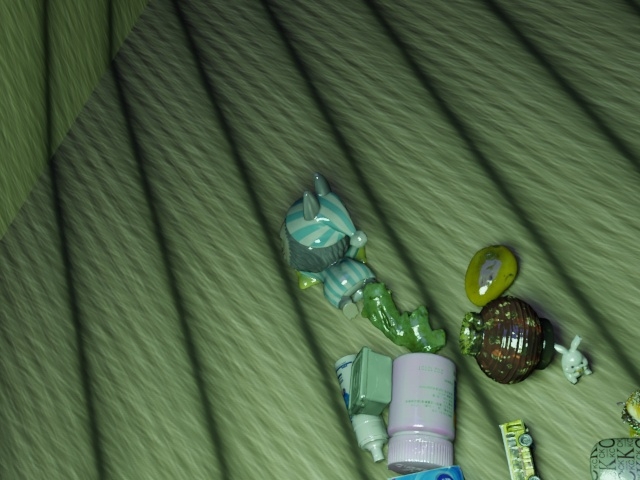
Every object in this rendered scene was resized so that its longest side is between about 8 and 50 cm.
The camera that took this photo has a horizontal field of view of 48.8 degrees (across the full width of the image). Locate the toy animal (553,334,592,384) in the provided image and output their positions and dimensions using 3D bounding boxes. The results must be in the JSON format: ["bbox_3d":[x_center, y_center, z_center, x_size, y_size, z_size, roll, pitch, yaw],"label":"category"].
[{"bbox_3d":[0.659,0.314,1.834,0.071,0.124,0.085,-21,52,13],"label":"toy animal"}]

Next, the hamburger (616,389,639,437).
[{"bbox_3d":[0.817,0.410,1.690,0.190,0.093,0.164,-4,16,15],"label":"hamburger"}]

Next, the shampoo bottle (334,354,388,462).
[{"bbox_3d":[0.119,0.469,1.960,0.092,0.092,0.303,-22,54,7],"label":"shampoo bottle"}]

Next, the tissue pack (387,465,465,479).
[{"bbox_3d":[0.276,0.698,1.681,0.198,0.146,0.263,-14,46,6],"label":"tissue pack"}]

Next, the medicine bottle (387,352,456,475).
[{"bbox_3d":[0.267,0.459,1.855,0.178,0.178,0.290,-5,58,18],"label":"medicine bottle"}]

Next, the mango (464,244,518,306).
[{"bbox_3d":[0.493,0.102,2.052,0.137,0.098,0.195,19,72,25],"label":"mango"}]

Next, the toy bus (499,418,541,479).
[{"bbox_3d":[0.508,0.567,1.759,0.074,0.081,0.226,-16,58,17],"label":"toy bus"}]

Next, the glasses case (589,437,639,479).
[{"bbox_3d":[0.820,0.536,1.651,0.355,0.085,0.137,-3,57,18],"label":"glasses case"}]

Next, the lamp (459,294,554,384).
[{"bbox_3d":[0.487,0.260,1.867,0.247,0.247,0.246,-10,56,15],"label":"lamp"}]

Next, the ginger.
[{"bbox_3d":[0.236,0.231,2.052,0.290,0.089,0.137,31,109,26],"label":"ginger"}]

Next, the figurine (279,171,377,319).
[{"bbox_3d":[0.000,0.000,2.133,0.266,0.377,0.361,-37,52,-5],"label":"figurine"}]

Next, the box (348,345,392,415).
[{"bbox_3d":[0.137,0.385,1.899,0.093,0.124,0.172,13,52,-8],"label":"box"}]
